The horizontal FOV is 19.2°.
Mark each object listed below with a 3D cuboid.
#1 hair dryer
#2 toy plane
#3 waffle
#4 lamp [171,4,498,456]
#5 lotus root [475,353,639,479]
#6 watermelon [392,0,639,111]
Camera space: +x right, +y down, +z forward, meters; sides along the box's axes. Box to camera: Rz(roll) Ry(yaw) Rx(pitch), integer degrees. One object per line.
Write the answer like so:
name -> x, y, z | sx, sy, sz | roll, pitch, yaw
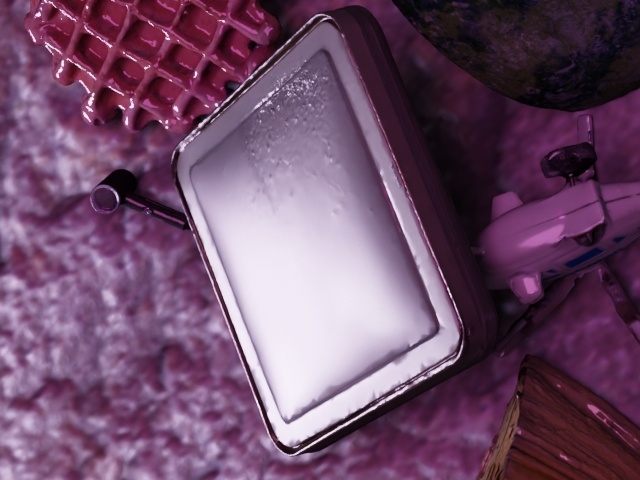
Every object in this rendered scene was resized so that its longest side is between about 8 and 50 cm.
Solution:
hair dryer -> -0.140, -0.030, 1.525 | 0.083, 0.047, 0.026 | 21, 115, 7
toy plane -> 0.222, -0.017, 1.292 | 0.273, 0.107, 0.182 | -6, 74, 32
waffle -> -0.137, -0.187, 1.486 | 0.234, 0.055, 0.221 | -6, 107, 29
lamp -> 0.000, 0.000, 1.386 | 0.266, 0.047, 0.269 | -35, 71, 49
lotus root -> 0.164, 0.174, 1.317 | 0.135, 0.159, 0.095 | 31, 130, 9
watermelon -> 0.179, -0.220, 1.303 | 0.260, 0.256, 0.176 | -12, 39, 34
